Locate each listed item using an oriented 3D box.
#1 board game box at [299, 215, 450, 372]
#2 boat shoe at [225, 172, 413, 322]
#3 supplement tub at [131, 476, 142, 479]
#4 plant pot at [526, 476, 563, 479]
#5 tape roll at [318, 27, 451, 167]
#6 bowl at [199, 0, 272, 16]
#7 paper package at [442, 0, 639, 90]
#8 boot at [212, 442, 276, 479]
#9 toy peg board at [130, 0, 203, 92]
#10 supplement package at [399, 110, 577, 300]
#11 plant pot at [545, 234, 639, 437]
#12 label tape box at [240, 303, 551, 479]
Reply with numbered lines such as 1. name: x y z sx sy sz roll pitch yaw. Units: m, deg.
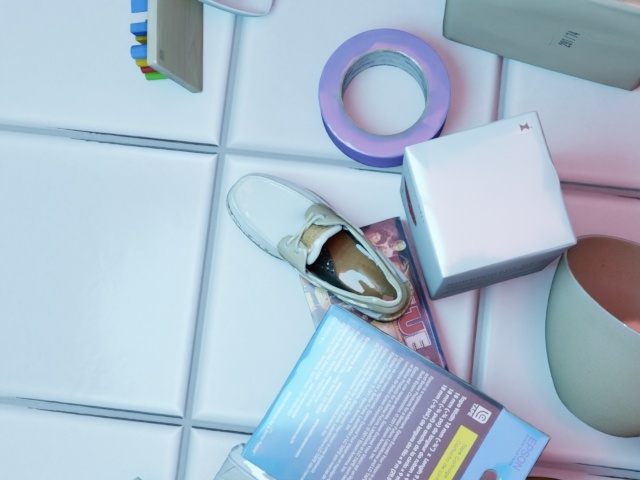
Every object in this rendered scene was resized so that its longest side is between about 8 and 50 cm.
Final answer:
1. board game box: 0.071 0.104 1.713 0.165 0.042 0.243 -18 82 0
2. boat shoe: 0.000 0.000 1.656 0.302 0.103 0.113 33 85 7
3. supplement tub: -0.224 0.434 1.628 0.144 0.144 0.199 -43 82 -4
4. plant pot: 0.296 0.460 1.575 0.291 0.203 0.290 0 82 3
5. tape roll: 0.092 -0.204 1.737 0.189 0.080 0.189 0 83 2
6. bowl: -0.136 -0.401 1.763 0.142 0.053 0.142 13 79 -35
7. paper package: 0.332 -0.353 1.626 0.310 0.325 0.168 16 83 5
8. boot: -0.046 0.400 1.654 0.258 0.095 0.123 34 91 20
9. toy peg board: -0.236 -0.306 1.732 0.079 0.161 0.161 -3 82 18
10. supplement package: 0.211 -0.037 1.601 0.175 0.293 0.177 -15 81 0
11. plant pot: 0.413 0.148 1.604 0.284 0.284 0.191 26 118 6
12. label tape box: 0.100 0.272 1.601 0.334 0.106 0.240 31 88 12
